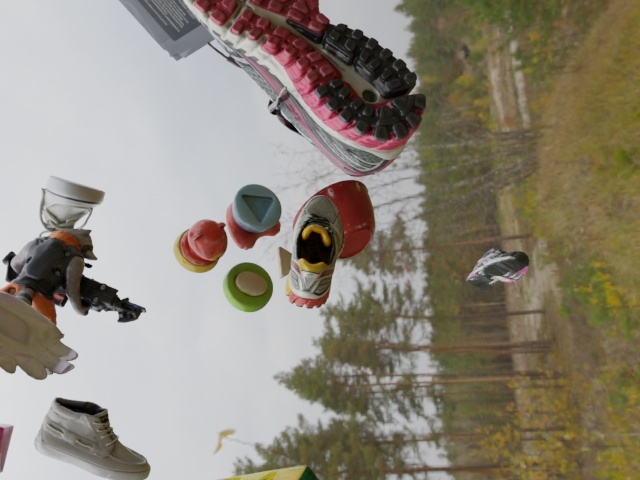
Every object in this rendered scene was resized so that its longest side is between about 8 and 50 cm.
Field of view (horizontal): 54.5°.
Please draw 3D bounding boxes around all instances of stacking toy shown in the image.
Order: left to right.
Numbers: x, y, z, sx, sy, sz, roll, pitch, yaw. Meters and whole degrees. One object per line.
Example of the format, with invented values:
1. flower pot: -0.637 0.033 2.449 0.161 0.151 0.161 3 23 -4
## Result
1. stacking toy: -0.175 0.010 1.574 0.279 0.130 0.309 47 -127 1

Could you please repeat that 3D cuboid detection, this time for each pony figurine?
1. pony figurine: -0.591 0.148 0.902 0.351 0.364 0.303 52 -169 -6

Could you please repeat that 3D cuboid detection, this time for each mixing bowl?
1. mixing bowl: 0.044 -0.027 1.279 0.098 0.182 0.181 56 176 31

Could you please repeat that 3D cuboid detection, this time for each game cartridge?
1. game cartridge: -0.332 -0.545 1.339 0.297 0.198 0.062 47 -158 -42

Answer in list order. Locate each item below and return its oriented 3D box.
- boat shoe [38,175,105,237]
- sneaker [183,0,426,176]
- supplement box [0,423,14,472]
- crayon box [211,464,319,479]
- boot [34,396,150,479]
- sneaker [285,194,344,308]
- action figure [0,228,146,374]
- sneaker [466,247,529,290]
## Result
1. boat shoe: -0.620 -0.064 1.494 0.367 0.136 0.156 5 80 59
2. sneaker: -0.039 -0.178 0.602 0.299 0.121 0.112 48 157 8
3. supplement box: -0.826 0.459 1.394 0.114 0.220 0.111 133 147 -72
4. crayon box: -0.127 0.344 0.663 0.081 0.279 0.165 57 -144 -13
5. boot: -0.483 0.432 1.361 0.095 0.259 0.123 -137 68 -80
6. sneaker: 0.000 0.000 0.985 0.225 0.088 0.092 -85 5 -48
7. action figure: -0.553 0.110 1.323 0.178 0.342 0.330 110 174 -51
8. sneaker: 0.374 0.045 1.316 0.077 0.072 0.178 -64 14 -24
